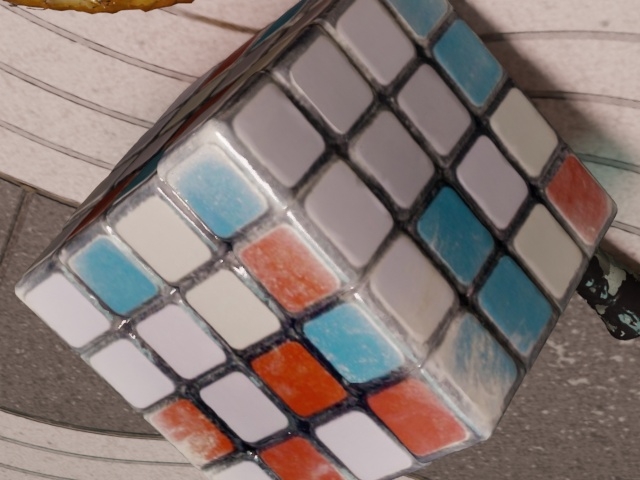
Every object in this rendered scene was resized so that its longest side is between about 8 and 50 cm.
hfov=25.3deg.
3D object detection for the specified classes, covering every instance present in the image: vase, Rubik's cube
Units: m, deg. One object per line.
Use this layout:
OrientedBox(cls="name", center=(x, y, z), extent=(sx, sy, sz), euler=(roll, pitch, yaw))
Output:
OrientedBox(cls="vase", center=(0.196, 0.012, 1.110), extent=(0.167, 0.059, 0.059), euler=(38, 137, -26))
OrientedBox(cls="Rubik's cube", center=(0.000, 0.001, 0.964), extent=(0.256, 0.259, 0.253), euler=(47, 134, -12))

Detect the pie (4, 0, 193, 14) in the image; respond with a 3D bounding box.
OrientedBox(cls="pie", center=(-0.123, -0.218, 0.861), extent=(0.308, 0.085, 0.308), euler=(-2, 166, -1))
